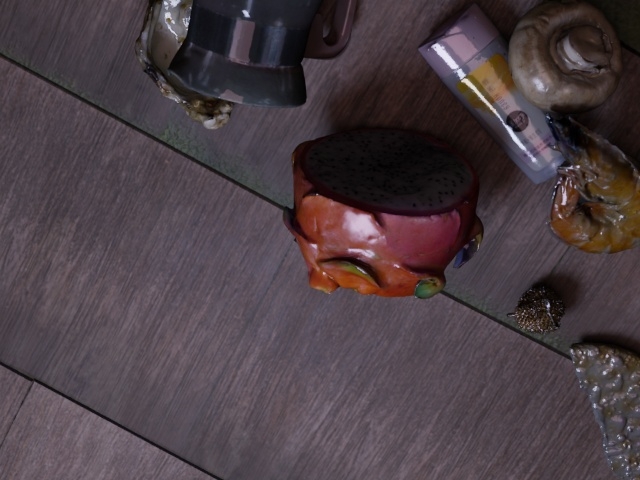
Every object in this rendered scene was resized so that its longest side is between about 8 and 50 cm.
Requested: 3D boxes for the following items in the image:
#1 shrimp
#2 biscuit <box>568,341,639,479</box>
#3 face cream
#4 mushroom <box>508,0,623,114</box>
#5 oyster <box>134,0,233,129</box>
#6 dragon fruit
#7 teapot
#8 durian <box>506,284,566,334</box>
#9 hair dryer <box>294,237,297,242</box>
[{"bbox_3d":[0.378,-0.075,1.796,0.164,0.062,0.317,-38,130,14],"label":"shrimp"},{"bbox_3d":[0.497,0.268,1.986,0.141,0.038,0.290,-18,110,15],"label":"biscuit"},{"bbox_3d":[0.260,-0.207,1.809,0.107,0.073,0.269,-38,101,13],"label":"face cream"},{"bbox_3d":[0.340,-0.256,1.731,0.166,0.166,0.127,36,153,-6],"label":"mushroom"},{"bbox_3d":[-0.178,-0.317,1.834,0.166,0.094,0.294,12,105,-18],"label":"oyster"},{"bbox_3d":[0.089,-0.024,1.804,0.291,0.290,0.189,6,120,6],"label":"dragon fruit"},{"bbox_3d":[-0.062,-0.370,1.700,0.300,0.253,0.344,-3,115,-39],"label":"teapot"},{"bbox_3d":[0.330,0.107,1.924,0.091,0.080,0.080,-6,111,11],"label":"durian"},{"bbox_3d":[0.000,0.000,1.963,0.083,0.026,0.047,8,111,13],"label":"hair dryer"}]
